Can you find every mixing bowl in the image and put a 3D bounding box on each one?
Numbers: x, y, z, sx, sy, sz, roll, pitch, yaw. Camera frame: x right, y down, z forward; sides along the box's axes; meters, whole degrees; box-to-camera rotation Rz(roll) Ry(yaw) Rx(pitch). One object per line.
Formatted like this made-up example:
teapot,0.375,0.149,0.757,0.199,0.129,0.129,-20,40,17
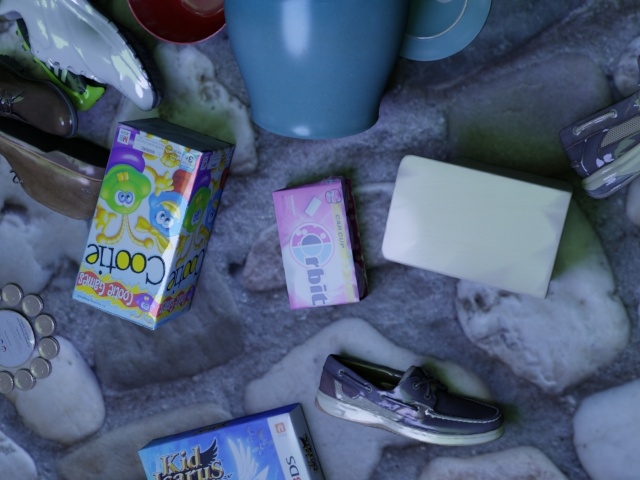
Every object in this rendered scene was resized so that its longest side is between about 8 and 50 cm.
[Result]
mixing bowl,-0.183,-0.377,1.750,0.181,0.098,0.182,3,100,16

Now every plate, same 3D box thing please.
plate,0.148,-0.349,1.697,0.188,0.024,0.188,2,98,17

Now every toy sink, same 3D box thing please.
toy sink,0.218,-0.029,1.669,0.234,0.131,0.153,13,102,9

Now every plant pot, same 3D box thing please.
plant pot,-0.008,-0.285,1.637,0.271,0.272,0.255,10,118,15

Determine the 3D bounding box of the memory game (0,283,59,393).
memory game,-0.513,0.160,1.974,0.186,0.012,0.186,2,98,16

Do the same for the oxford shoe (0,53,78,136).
oxford shoe,-0.459,-0.208,1.826,0.227,0.096,0.083,27,125,30

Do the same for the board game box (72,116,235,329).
board game box,-0.248,-0.029,1.799,0.142,0.144,0.275,20,104,12

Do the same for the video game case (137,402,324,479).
video game case,-0.124,0.404,1.872,0.269,0.061,0.244,-17,92,18

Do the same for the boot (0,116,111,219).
boot,-0.468,-0.130,1.874,0.305,0.112,0.115,26,115,9

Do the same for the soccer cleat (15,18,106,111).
soccer cleat,-0.401,-0.282,1.856,0.072,0.060,0.179,-37,91,5

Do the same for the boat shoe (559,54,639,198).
boat shoe,0.464,-0.201,1.570,0.355,0.132,0.130,-39,87,17

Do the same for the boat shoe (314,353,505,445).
boat shoe,0.129,0.228,1.751,0.285,0.103,0.092,10,106,21

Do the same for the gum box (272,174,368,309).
gum box,0.000,0.000,1.772,0.107,0.062,0.189,-7,96,17

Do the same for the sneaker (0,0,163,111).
sneaker,-0.354,-0.294,1.796,0.297,0.111,0.129,45,95,7
